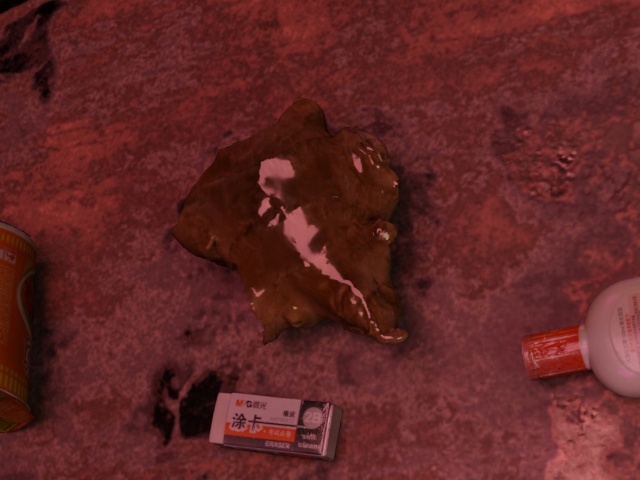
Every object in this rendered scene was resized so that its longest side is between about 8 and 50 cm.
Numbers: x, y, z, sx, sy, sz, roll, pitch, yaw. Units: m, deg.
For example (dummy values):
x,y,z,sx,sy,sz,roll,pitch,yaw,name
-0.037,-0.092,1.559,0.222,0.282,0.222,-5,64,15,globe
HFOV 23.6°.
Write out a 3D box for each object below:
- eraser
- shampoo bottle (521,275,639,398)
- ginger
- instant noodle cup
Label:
x,y,z,sx,sy,sz,roll,pitch,yaw,name
-0.042,0.173,1.428,0.122,0.029,0.052,4,73,24,eraser
0.282,0.081,1.305,0.221,0.051,0.108,-13,68,20,shampoo bottle
0.000,0.000,1.424,0.270,0.123,0.219,40,94,20,ginger
-0.355,0.081,1.539,0.168,0.168,0.185,-6,62,22,instant noodle cup
